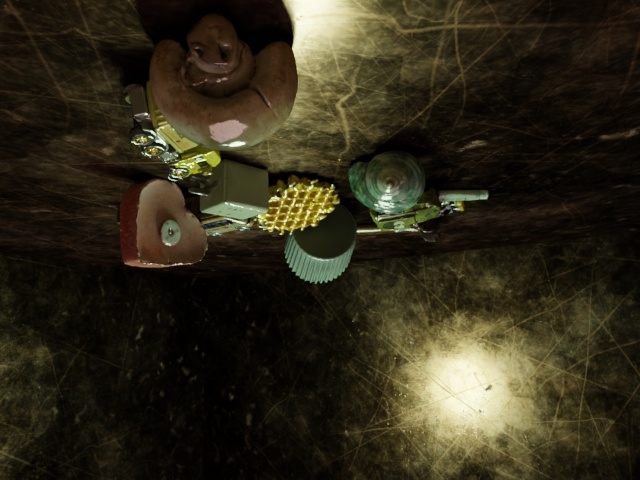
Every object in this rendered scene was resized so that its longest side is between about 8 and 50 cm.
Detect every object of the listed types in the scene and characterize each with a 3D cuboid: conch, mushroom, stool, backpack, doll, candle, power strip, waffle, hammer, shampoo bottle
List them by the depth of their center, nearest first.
[{"bbox_3d":[-0.163,-0.253,0.796,0.254,0.188,0.195,-4,172,-4],"label":"mushroom"},{"bbox_3d":[0.195,-0.173,1.361,0.221,0.195,0.277,27,-168,-6],"label":"conch"},{"bbox_3d":[-0.282,-0.155,1.400,0.140,0.138,0.225,-11,166,43],"label":"power strip"},{"bbox_3d":[-0.530,-0.021,1.513,0.132,0.287,0.316,-10,129,31],"label":"candle"},{"bbox_3d":[-0.087,-0.124,1.603,0.330,0.062,0.329,-15,151,-8],"label":"waffle"},{"bbox_3d":[0.307,-0.122,1.692,0.254,0.139,0.207,-11,167,11],"label":"backpack"},{"bbox_3d":[0.522,-0.167,1.725,0.191,0.041,0.069,-2,162,-2],"label":"shampoo bottle"},{"bbox_3d":[0.407,-0.109,1.850,0.317,0.103,0.145,-15,-179,20],"label":"doll"},{"bbox_3d":[0.000,0.000,1.906,0.298,0.296,0.330,-1,164,-5],"label":"stool"},{"bbox_3d":[0.357,-0.061,2.185,0.410,0.095,0.242,0,170,17],"label":"hammer"}]

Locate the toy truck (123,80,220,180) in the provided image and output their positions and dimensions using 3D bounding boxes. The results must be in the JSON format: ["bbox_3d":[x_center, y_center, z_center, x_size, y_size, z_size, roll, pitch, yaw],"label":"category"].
[{"bbox_3d":[-0.302,-0.241,1.016,0.157,0.124,0.272,-13,165,3],"label":"toy truck"}]

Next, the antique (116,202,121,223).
[{"bbox_3d":[-0.648,-0.099,1.772,0.221,0.080,0.081,-2,168,3],"label":"antique"}]

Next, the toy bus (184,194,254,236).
[{"bbox_3d":[-0.367,-0.104,1.664,0.290,0.139,0.157,-7,164,41],"label":"toy bus"}]
